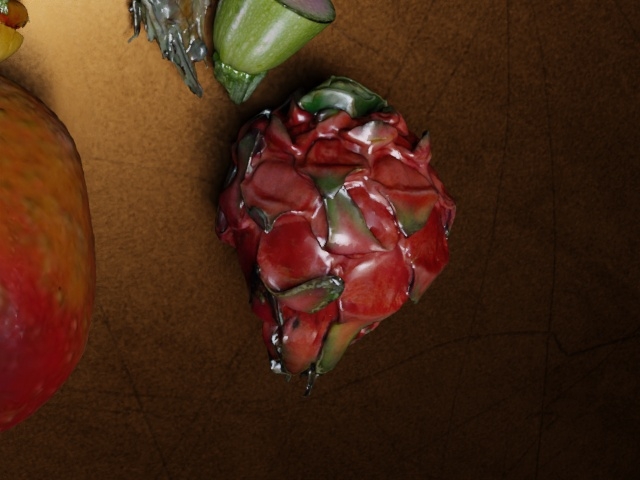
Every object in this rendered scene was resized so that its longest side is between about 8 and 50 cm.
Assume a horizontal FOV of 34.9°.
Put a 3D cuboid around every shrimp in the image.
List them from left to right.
[{"bbox_3d":[-0.185,-0.237,0.825,0.169,0.058,0.296,-19,119,-6],"label":"shrimp"}]

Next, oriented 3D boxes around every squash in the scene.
[{"bbox_3d":[-0.064,-0.180,0.897,0.105,0.105,0.132,21,126,-31],"label":"squash"}]

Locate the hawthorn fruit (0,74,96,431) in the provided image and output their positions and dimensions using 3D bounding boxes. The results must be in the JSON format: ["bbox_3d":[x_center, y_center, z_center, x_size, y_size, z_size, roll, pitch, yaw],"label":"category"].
[{"bbox_3d":[-0.304,0.033,0.751,0.284,0.369,0.285,-11,141,-9],"label":"hawthorn fruit"}]

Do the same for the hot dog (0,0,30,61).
[{"bbox_3d":[-0.299,-0.183,0.741,0.062,0.092,0.235,-39,164,22],"label":"hot dog"}]

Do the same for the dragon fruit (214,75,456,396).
[{"bbox_3d":[0.000,0.000,0.938,0.233,0.234,0.293,14,108,-29],"label":"dragon fruit"}]
